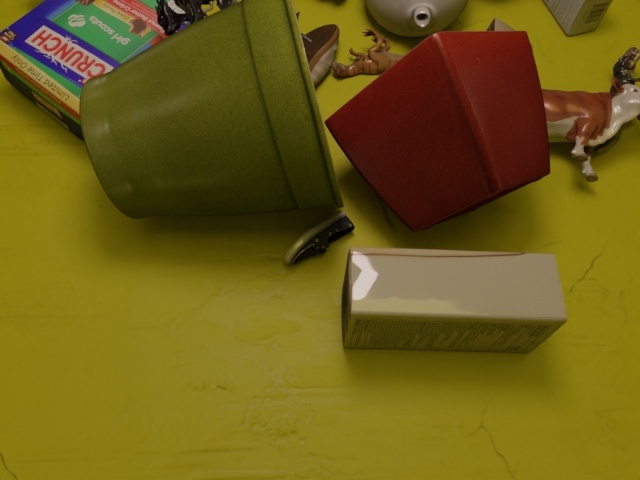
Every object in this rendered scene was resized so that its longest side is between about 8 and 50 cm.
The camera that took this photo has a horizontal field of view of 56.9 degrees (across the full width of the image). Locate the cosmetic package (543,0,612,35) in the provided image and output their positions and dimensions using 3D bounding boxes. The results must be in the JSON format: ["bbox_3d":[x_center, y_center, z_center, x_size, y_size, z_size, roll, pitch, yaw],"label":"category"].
[{"bbox_3d":[0.546,-0.582,1.308,0.085,0.117,0.231,-15,63,-12],"label":"cosmetic package"}]

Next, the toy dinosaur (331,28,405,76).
[{"bbox_3d":[0.128,-0.374,1.222,0.211,0.064,0.113,-5,82,4],"label":"toy dinosaur"}]

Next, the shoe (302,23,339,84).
[{"bbox_3d":[-0.021,-0.362,1.206,0.076,0.058,0.219,14,57,27],"label":"shoe"}]

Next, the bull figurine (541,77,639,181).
[{"bbox_3d":[0.453,-0.219,1.110,0.310,0.101,0.189,8,63,18],"label":"bull figurine"}]

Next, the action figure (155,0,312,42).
[{"bbox_3d":[-0.147,-0.417,1.081,0.275,0.164,0.141,-2,81,-38],"label":"action figure"}]

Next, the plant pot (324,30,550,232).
[{"bbox_3d":[0.217,-0.165,0.972,0.267,0.267,0.236,-18,82,-41],"label":"plant pot"}]

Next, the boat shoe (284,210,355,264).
[{"bbox_3d":[0.000,0.000,1.017,0.142,0.049,0.040,-38,71,-22],"label":"boat shoe"}]

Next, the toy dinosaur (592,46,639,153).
[{"bbox_3d":[0.627,-0.262,1.179,0.118,0.064,0.268,18,67,15],"label":"toy dinosaur"}]

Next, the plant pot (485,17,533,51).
[{"bbox_3d":[0.367,-0.360,1.196,0.096,0.109,0.109,16,62,-9],"label":"plant pot"}]

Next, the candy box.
[{"bbox_3d":[-0.413,-0.366,1.143,0.268,0.122,0.317,36,68,10],"label":"candy box"}]

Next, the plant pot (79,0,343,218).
[{"bbox_3d":[-0.175,-0.191,0.967,0.352,0.366,0.367,-14,63,3],"label":"plant pot"}]

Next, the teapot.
[{"bbox_3d":[0.195,-0.563,1.206,0.256,0.187,0.253,41,89,16],"label":"teapot"}]

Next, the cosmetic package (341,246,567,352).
[{"bbox_3d":[0.191,0.096,0.914,0.309,0.160,0.113,2,62,-3],"label":"cosmetic package"}]
